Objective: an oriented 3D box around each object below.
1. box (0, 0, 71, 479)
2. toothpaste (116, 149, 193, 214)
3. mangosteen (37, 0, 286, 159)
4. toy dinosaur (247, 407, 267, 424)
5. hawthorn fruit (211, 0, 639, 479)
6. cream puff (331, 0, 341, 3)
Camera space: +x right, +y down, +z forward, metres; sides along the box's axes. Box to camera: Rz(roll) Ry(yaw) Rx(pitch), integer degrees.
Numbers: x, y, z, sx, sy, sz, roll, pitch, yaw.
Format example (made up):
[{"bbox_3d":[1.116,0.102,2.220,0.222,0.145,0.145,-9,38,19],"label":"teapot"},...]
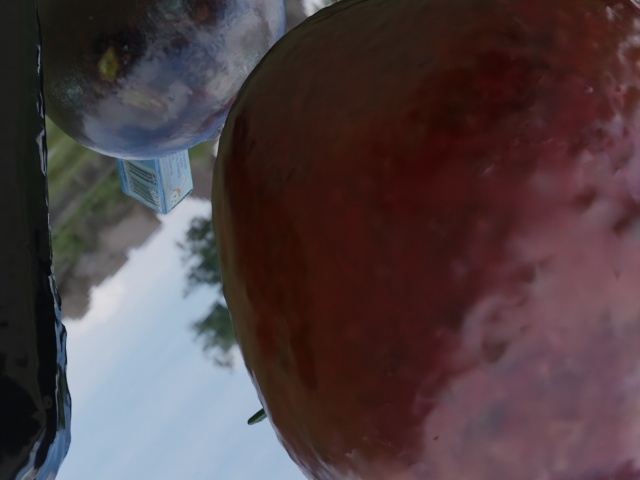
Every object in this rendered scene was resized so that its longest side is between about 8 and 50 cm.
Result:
[{"bbox_3d":[-0.304,-0.004,0.710,0.091,0.350,0.359,90,-10,-57],"label":"box"},{"bbox_3d":[-0.179,-0.139,1.476,0.050,0.065,0.266,-45,150,-30],"label":"toothpaste"},{"bbox_3d":[-0.157,-0.209,1.200,0.231,0.289,0.231,-25,-159,10],"label":"mangosteen"},{"bbox_3d":[0.000,0.000,1.289,0.447,0.301,0.087,-43,-149,24],"label":"toy dinosaur"},{"bbox_3d":[0.079,0.026,0.667,0.265,0.265,0.307,-25,-122,58],"label":"hawthorn fruit"},{"bbox_3d":[0.001,-0.228,0.954,0.183,0.169,0.183,-176,-90,-79],"label":"cream puff"}]
